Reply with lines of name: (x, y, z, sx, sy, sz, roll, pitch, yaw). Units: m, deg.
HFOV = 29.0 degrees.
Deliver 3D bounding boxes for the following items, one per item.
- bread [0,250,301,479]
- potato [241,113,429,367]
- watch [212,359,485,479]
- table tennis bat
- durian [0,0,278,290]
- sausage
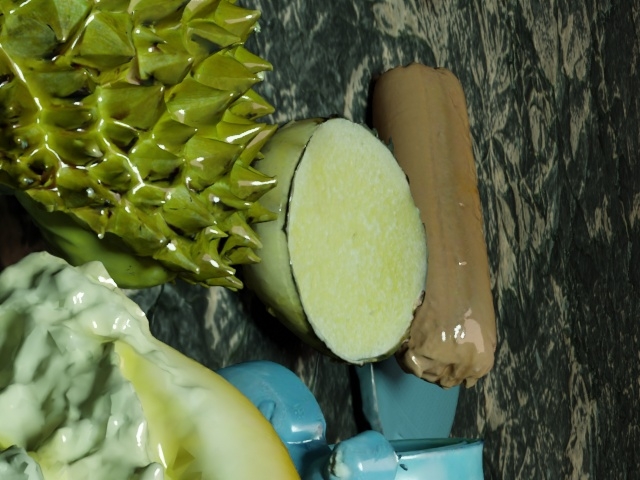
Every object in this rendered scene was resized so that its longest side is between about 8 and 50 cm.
bread: (-0.113, 0.193, 0.423, 0.316, 0.211, 0.270, -46, 142, -45)
potato: (0.000, 0.000, 0.868, 0.200, 0.081, 0.164, 52, 51, -48)
watch: (0.022, 0.175, 0.768, 0.193, 0.211, 0.211, 2, 86, -47)
table tennis bat: (0.074, 0.125, 1.062, 0.215, 0.044, 0.329, 57, 37, -49)
durian: (-0.114, -0.062, 0.532, 0.306, 0.166, 0.172, 8, 77, -64)
sausage: (0.089, -0.019, 1.004, 0.086, 0.086, 0.289, 44, 37, -56)
